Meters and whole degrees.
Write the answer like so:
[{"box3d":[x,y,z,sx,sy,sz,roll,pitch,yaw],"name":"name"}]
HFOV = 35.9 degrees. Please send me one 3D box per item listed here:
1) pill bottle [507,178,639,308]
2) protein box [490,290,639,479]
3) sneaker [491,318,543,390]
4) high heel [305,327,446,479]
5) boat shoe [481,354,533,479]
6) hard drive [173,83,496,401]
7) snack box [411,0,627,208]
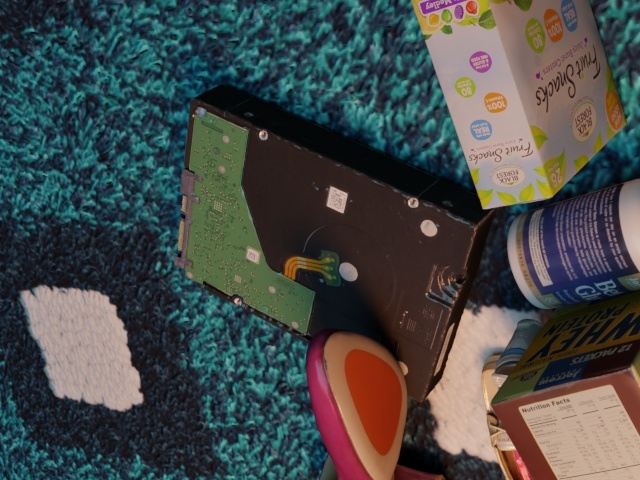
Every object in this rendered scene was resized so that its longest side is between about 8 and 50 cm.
[{"box3d":[0.259,0.000,0.866,0.169,0.094,0.094,-18,103,39],"name":"pill bottle"},{"box3d":[0.284,0.160,0.866,0.136,0.200,0.201,-24,100,40],"name":"protein box"},{"box3d":[0.238,0.150,0.983,0.071,0.083,0.190,-8,133,34],"name":"sneaker"},{"box3d":[0.011,0.217,1.062,0.181,0.127,0.377,2,137,28],"name":"high heel"},{"box3d":[0.207,0.203,1.034,0.063,0.059,0.170,-13,106,38],"name":"boat shoe"},{"box3d":[0.000,0.000,1.062,0.339,0.064,0.236,25,126,20],"name":"hard drive"},{"box3d":[0.162,-0.154,0.796,0.070,0.174,0.207,-8,110,40],"name":"snack box"}]
